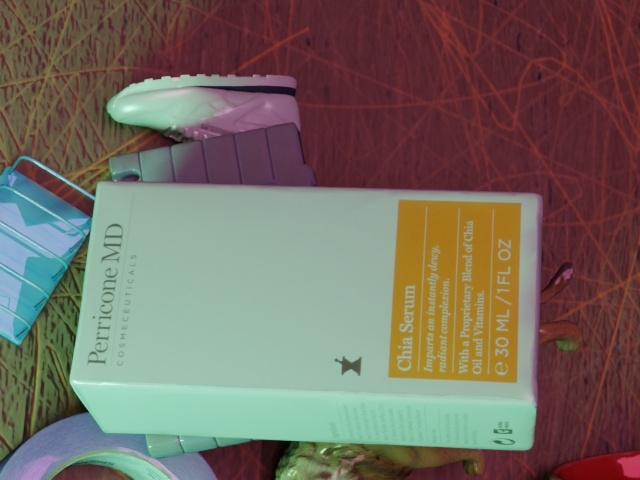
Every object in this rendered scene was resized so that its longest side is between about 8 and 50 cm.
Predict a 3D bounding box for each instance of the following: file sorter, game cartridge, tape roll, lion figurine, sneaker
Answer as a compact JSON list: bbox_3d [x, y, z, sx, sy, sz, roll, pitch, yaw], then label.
[{"bbox_3d":[-0.331,0.008,1.765,0.118,0.104,0.170,33,70,-11],"label":"file sorter"},{"bbox_3d":[-0.099,0.050,1.769,0.230,0.068,0.355,-9,66,-3],"label":"game cartridge"},{"bbox_3d":[-0.236,0.325,1.727,0.275,0.090,0.274,7,71,-22],"label":"tape roll"},{"bbox_3d":[0.111,0.169,1.800,0.240,0.392,0.142,8,31,-33],"label":"lion figurine"},{"bbox_3d":[-0.133,-0.144,1.885,0.235,0.090,0.094,-3,89,-19],"label":"sneaker"}]

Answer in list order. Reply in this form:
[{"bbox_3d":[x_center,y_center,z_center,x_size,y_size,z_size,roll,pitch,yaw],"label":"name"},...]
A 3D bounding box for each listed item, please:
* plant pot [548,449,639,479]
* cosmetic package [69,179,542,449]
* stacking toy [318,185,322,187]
[{"bbox_3d":[0.415,0.385,1.890,0.275,0.275,0.243,-4,90,-21],"label":"plant pot"},{"bbox_3d":[-0.005,0.075,1.632,0.453,0.161,0.230,1,66,6],"label":"cosmetic package"},{"bbox_3d":[0.000,0.000,1.878,0.302,0.166,0.175,35,61,2],"label":"stacking toy"}]
